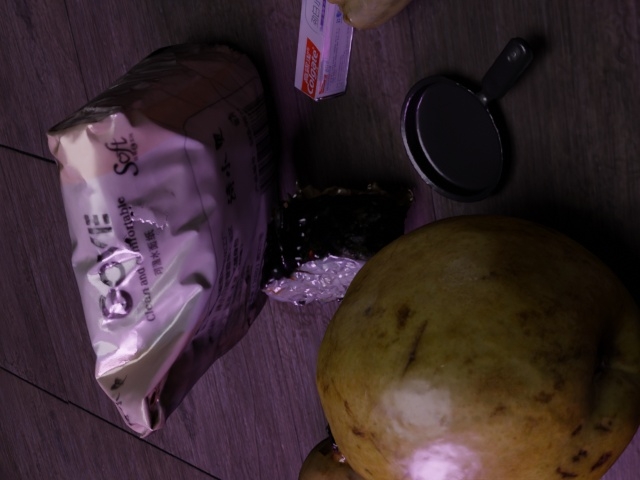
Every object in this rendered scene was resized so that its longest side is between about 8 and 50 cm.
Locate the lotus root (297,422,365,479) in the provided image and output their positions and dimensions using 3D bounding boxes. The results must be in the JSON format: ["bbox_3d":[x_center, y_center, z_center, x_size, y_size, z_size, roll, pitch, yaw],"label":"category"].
[{"bbox_3d":[0.039,0.327,1.606,0.160,0.146,0.284,-101,9,-53],"label":"lotus root"}]

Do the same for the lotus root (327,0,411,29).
[{"bbox_3d":[0.065,-0.270,1.243,0.090,0.077,0.183,50,147,5],"label":"lotus root"}]

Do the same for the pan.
[{"bbox_3d":[0.154,-0.126,1.271,0.136,0.028,0.235,53,147,11],"label":"pan"}]

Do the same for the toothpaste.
[{"bbox_3d":[0.008,-0.240,1.370,0.047,0.040,0.196,39,139,32],"label":"toothpaste"}]

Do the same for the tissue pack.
[{"bbox_3d":[-0.158,-0.018,1.479,0.195,0.390,0.376,-5,108,18],"label":"tissue pack"}]

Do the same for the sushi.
[{"bbox_3d":[0.000,0.000,1.445,0.212,0.147,0.115,152,122,-63],"label":"sushi"}]

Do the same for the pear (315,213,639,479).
[{"bbox_3d":[0.160,0.119,1.220,0.304,0.304,0.304,30,134,37],"label":"pear"}]
